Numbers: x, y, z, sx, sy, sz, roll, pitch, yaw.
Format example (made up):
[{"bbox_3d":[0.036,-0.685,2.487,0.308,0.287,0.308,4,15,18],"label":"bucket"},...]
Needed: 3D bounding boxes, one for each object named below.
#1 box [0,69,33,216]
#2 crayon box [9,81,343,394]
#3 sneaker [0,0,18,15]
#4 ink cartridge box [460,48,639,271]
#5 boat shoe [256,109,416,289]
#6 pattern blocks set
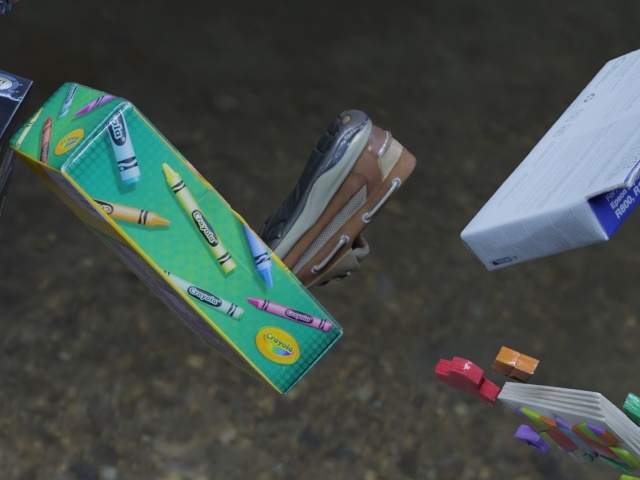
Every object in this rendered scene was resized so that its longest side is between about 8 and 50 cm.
[{"bbox_3d":[-0.341,-0.054,1.524,0.077,0.180,0.147,19,34,-4],"label":"box"},{"bbox_3d":[-0.122,-0.003,1.368,0.278,0.081,0.165,47,-11,-25],"label":"crayon box"},{"bbox_3d":[-0.397,-0.301,1.771,0.125,0.104,0.262,-21,33,16],"label":"sneaker"},{"bbox_3d":[0.233,-0.078,1.213,0.045,0.224,0.223,47,66,-10],"label":"ink cartridge box"},{"bbox_3d":[0.000,0.000,1.936,0.120,0.324,0.122,28,28,-13],"label":"boat shoe"},{"bbox_3d":[0.283,0.205,1.754,0.285,0.325,0.026,37,72,-15],"label":"pattern blocks set"}]
